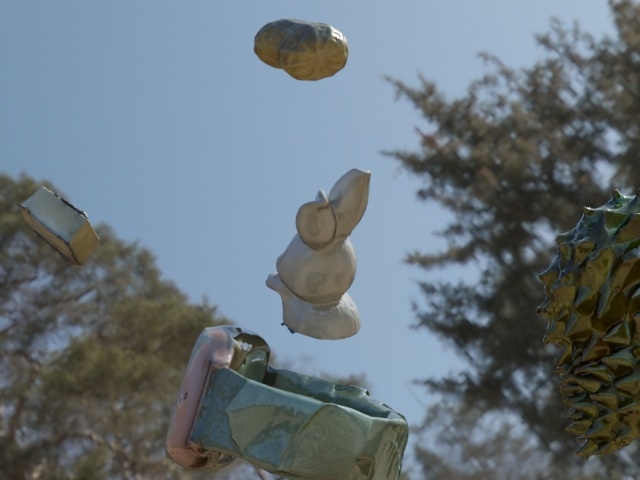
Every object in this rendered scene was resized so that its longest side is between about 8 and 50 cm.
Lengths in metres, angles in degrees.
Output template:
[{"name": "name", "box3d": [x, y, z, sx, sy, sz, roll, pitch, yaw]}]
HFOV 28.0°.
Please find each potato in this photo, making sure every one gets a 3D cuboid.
[{"name": "potato", "box3d": [-0.408, -0.026, 2.000, 0.061, 0.122, 0.086, -45, -26, -21]}]

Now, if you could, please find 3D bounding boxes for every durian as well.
[{"name": "durian", "box3d": [0.184, 0.035, 0.754, 0.187, 0.108, 0.119, -51, 5, 7]}]

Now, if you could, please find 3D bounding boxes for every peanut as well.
[{"name": "peanut", "box3d": [-0.032, -0.289, 1.955, 0.083, 0.194, 0.093, 34, -102, -41]}]

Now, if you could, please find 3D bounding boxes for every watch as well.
[{"name": "watch", "box3d": [-0.025, 0.193, 1.370, 0.253, 0.241, 0.162, 16, -91, -80]}]

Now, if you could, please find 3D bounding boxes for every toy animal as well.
[{"name": "toy animal", "box3d": [-0.002, 0.002, 1.564, 0.103, 0.131, 0.221, -13, -58, -28]}]
